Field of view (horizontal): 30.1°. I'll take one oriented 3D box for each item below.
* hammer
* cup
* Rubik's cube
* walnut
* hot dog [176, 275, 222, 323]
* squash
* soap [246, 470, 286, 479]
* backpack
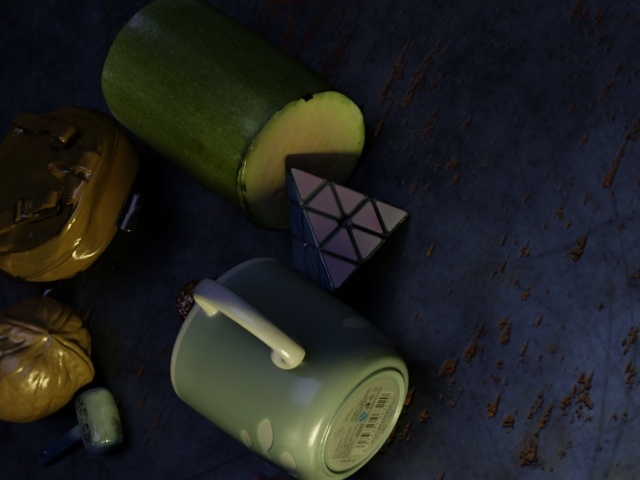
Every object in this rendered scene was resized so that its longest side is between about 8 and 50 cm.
[{"bbox_3d":[-0.420,0.337,2.034,0.194,0.069,0.116,-34,60,25],"label":"hammer"},{"bbox_3d":[-0.049,0.174,1.699,0.274,0.356,0.259,31,76,32],"label":"cup"},{"bbox_3d":[0.000,0.000,1.797,0.211,0.190,0.178,-31,33,21],"label":"Rubik's cube"},{"bbox_3d":[-0.493,0.201,2.023,0.228,0.228,0.228,-10,69,27],"label":"walnut"},{"bbox_3d":[-0.164,0.102,1.960,0.147,0.065,0.099,-10,68,15],"label":"hot dog"},{"bbox_3d":[-0.146,-0.215,1.941,0.384,0.263,0.263,37,94,33],"label":"squash"},{"bbox_3d":[-0.124,0.443,1.790,0.203,0.065,0.122,-38,55,31],"label":"soap"},{"bbox_3d":[-0.464,-0.068,2.094,0.378,0.201,0.353,8,77,50],"label":"backpack"}]
